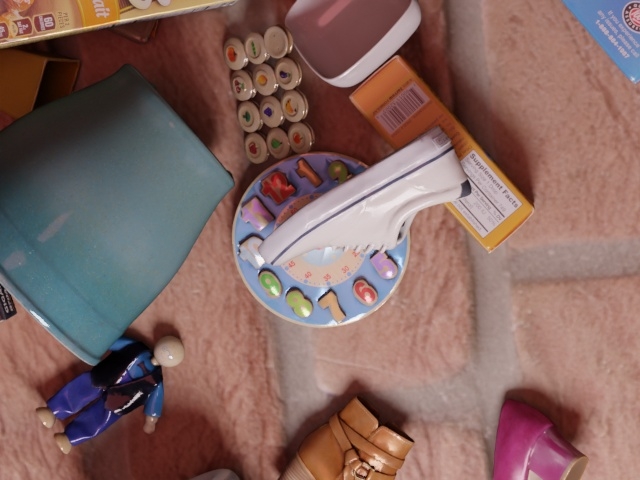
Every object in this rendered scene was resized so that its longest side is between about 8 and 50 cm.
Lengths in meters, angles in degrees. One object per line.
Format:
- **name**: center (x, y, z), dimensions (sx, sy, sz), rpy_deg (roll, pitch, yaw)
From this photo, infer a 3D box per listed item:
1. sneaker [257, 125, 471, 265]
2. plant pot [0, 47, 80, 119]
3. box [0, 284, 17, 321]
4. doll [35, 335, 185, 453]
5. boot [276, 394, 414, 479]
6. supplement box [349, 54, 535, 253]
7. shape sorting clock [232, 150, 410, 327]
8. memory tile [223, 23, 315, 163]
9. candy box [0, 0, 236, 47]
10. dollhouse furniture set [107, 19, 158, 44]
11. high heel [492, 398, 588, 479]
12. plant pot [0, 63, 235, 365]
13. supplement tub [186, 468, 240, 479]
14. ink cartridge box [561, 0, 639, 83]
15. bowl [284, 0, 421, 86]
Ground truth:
- **sneaker**: center (0.046, -0.024, 1.724), dimensions (0.258, 0.094, 0.091), rpy_deg (-31, 91, 28)
- **plant pot**: center (-0.340, -0.184, 1.830), dimensions (0.083, 0.081, 0.081), rpy_deg (22, 101, 17)
- **box**: center (-0.494, 0.042, 1.898), dimensions (0.220, 0.051, 0.175), rpy_deg (-17, 95, 10)
- **doll**: center (-0.237, 0.176, 1.879), dimensions (0.189, 0.046, 0.129), rpy_deg (-36, 82, 6)
- **boot**: center (0.061, 0.289, 1.839), dimensions (0.197, 0.073, 0.152), rpy_deg (41, 98, -1)
- **supplement box**: center (0.137, -0.097, 1.767), dimensions (0.080, 0.078, 0.233), rpy_deg (-40, 91, 9)
- **shape sorting clock**: center (0.000, 0.000, 1.821), dimensions (0.206, 0.040, 0.206), rpy_deg (1, 98, 9)
- **memory tile**: center (-0.059, -0.163, 1.790), dimensions (0.113, 0.012, 0.148), rpy_deg (-7, 98, 45)
- **candy box**: center (-0.258, -0.322, 1.744), dimensions (0.316, 0.087, 0.183), rpy_deg (-12, 97, -9)
- **dollhouse furniture set**: center (-0.253, -0.287, 1.828), dimensions (0.152, 0.058, 0.076), rpy_deg (23, 94, -15)
- **high heel**: center (0.207, 0.306, 1.829), dimensions (0.117, 0.082, 0.244), rpy_deg (40, 120, 34)
- **plant pot**: center (-0.243, -0.046, 1.751), dimensions (0.255, 0.271, 0.271), rpy_deg (-41, 90, -2)
- **supplement tub**: center (-0.107, 0.439, 1.822), dimensions (0.194, 0.193, 0.316), rpy_deg (-28, 93, 12)
- **ink cartridge box**: center (0.375, -0.348, 1.667), dimensions (0.307, 0.129, 0.223), rpy_deg (-40, 90, 12)
- **bowl**: center (0.042, -0.241, 1.749), dimensions (0.142, 0.053, 0.142), rpy_deg (-42, 48, 12)
